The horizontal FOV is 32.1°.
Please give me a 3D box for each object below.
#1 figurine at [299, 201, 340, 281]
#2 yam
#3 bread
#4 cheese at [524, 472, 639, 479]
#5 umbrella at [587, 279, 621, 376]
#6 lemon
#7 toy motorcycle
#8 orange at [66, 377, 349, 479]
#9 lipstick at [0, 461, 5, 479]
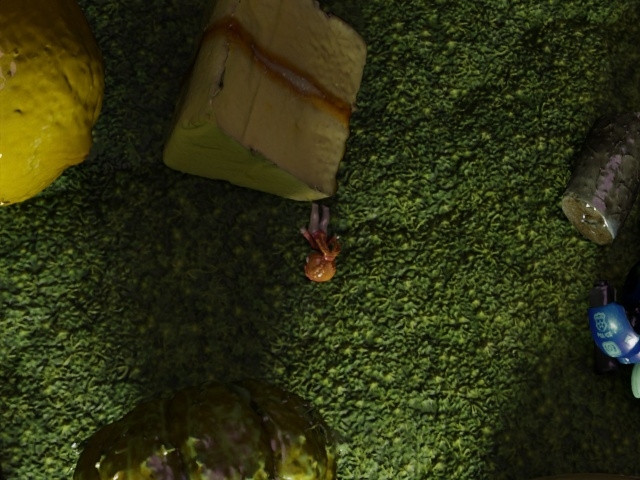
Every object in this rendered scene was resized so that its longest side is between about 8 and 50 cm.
[{"bbox_3d":[0.000,0.000,1.466,0.064,0.047,0.109,13,66,-32],"label":"figurine"},{"bbox_3d":[0.401,-0.093,1.540,0.107,0.107,0.183,28,74,-3],"label":"yam"},{"bbox_3d":[-0.048,-0.208,1.438,0.236,0.198,0.263,17,72,-13],"label":"bread"},{"bbox_3d":[0.350,0.414,1.388,0.316,0.128,0.259,-10,76,-15],"label":"cheese"},{"bbox_3d":[0.387,0.119,1.517,0.036,0.031,0.133,3,75,-12],"label":"umbrella"},{"bbox_3d":[-0.419,-0.198,1.300,0.336,0.336,0.335,3,76,-11],"label":"lemon"},{"bbox_3d":[0.468,0.066,1.486,0.196,0.125,0.331,28,70,-16],"label":"toy motorcycle"},{"bbox_3d":[-0.121,0.282,1.249,0.301,0.300,0.223,-5,70,-41],"label":"orange"},{"bbox_3d":[-0.403,0.256,1.317,0.051,0.051,0.312,-14,79,-13],"label":"lipstick"}]
